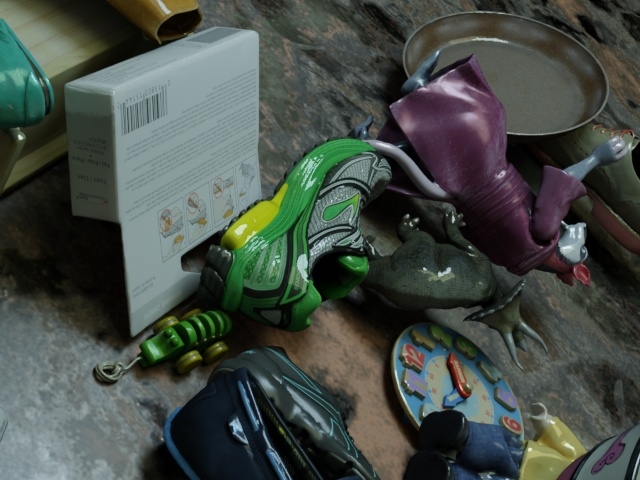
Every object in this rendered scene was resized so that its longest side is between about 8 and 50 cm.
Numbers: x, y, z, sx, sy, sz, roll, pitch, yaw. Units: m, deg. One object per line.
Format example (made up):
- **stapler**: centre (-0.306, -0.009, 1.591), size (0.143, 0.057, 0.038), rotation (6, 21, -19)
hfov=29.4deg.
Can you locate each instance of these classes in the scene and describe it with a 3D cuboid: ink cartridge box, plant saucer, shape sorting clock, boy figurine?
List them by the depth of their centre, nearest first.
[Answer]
- **ink cartridge box**: centre (-0.157, -0.074, 1.320), size (0.066, 0.261, 0.296), rotation (10, 24, 24)
- **boy figurine**: centre (0.240, 0.275, 1.381), size (0.285, 0.092, 0.177), rotation (24, 74, -26)
- **shape sorting clock**: centre (0.168, 0.186, 1.468), size (0.206, 0.040, 0.206), rotation (24, 40, -22)
- **plant saucer**: centre (0.274, -0.240, 1.831), size (0.311, 0.050, 0.310), rotation (4, 45, -4)

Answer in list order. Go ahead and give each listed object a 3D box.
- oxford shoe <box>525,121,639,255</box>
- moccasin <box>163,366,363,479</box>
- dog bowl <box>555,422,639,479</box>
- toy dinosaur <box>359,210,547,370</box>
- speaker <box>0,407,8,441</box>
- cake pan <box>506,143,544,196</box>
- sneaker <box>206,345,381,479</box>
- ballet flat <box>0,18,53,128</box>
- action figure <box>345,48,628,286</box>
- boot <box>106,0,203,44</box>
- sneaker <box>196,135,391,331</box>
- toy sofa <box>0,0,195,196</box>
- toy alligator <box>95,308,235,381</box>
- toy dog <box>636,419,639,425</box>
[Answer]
- **oxford shoe**: centre (0.426, -0.143, 1.871), size (0.348, 0.130, 0.123), rotation (47, 39, 8)
- **moccasin**: centre (-0.005, 0.255, 1.115), size (0.342, 0.117, 0.138), rotation (45, 1, 15)
- **dog bowl**: centre (0.386, 0.378, 1.290), size (0.408, 0.150, 0.407), rotation (20, 60, -38)
- **toy dinosaur**: centre (0.133, 0.038, 1.488), size (0.314, 0.121, 0.160), rotation (16, 20, -23)
- **speaker**: centre (-0.306, 0.197, 1.015), size (0.055, 0.055, 0.136), rotation (29, 39, -17)
- **cake pan**: centre (0.263, -0.150, 1.888), size (0.293, 0.054, 0.293), rotation (25, 39, -22)
- **sneaker**: centre (0.006, 0.209, 1.248), size (0.267, 0.101, 0.106), rotation (48, 33, 7)
- **ballet flat**: centre (-0.334, -0.197, 1.127), size (0.087, 0.083, 0.247), rotation (-17, 58, -32)
- **action figure**: centre (0.224, -0.066, 1.607), size (0.370, 0.248, 0.276), rotation (47, 46, 0)
- **boot**: centre (-0.231, -0.301, 1.253), size (0.211, 0.104, 0.295), rotation (49, 16, 10)
- **sneaker**: centre (0.000, 0.000, 1.405), size (0.146, 0.134, 0.343), rotation (30, 42, 11)
- **toy sofa**: centre (-0.306, -0.166, 1.306), size (0.177, 0.150, 0.362), rotation (39, 36, 4)
- **toy alligator**: centre (-0.147, 0.103, 1.256), size (0.190, 0.051, 0.056), rotation (-15, 64, -49)
- **toy dog**: centre (0.602, 0.294, 1.650), size (0.334, 0.161, 0.220), rotation (7, 48, -38)
